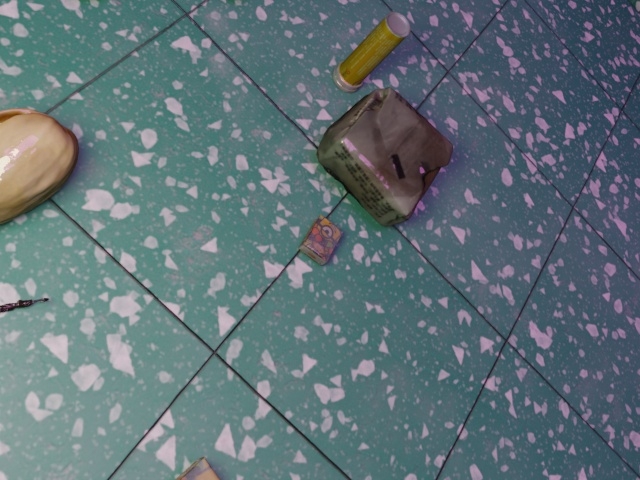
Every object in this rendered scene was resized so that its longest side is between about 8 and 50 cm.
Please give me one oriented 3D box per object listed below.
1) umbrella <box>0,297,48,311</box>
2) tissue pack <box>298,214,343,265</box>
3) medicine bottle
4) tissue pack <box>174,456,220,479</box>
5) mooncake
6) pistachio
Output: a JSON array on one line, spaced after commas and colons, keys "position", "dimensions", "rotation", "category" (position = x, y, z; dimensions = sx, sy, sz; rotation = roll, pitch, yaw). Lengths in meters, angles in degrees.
[{"position": [-0.481, 0.103, 1.033], "dimensions": [0.122, 0.022, 0.013], "rotation": [-11, 102, -23], "category": "umbrella"}, {"position": [0.000, 0.000, 1.352], "dimensions": [0.063, 0.035, 0.083], "rotation": [39, 57, -12], "category": "tissue pack"}, {"position": [0.109, -0.408, 1.470], "dimensions": [0.073, 0.218, 0.074], "rotation": [11, 66, -26], "category": "medicine bottle"}, {"position": [-0.207, 0.426, 1.038], "dimensions": [0.148, 0.060, 0.109], "rotation": [-37, 91, -37], "category": "tissue pack"}, {"position": [0.138, -0.187, 1.448], "dimensions": [0.254, 0.136, 0.250], "rotation": [46, 56, -13], "category": "mooncake"}, {"position": [-0.486, -0.113, 1.047], "dimensions": [0.157, 0.157, 0.229], "rotation": [48, 67, -6], "category": "pistachio"}]
